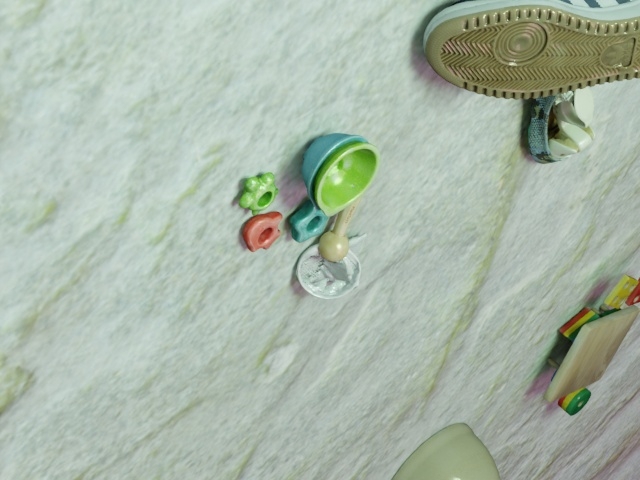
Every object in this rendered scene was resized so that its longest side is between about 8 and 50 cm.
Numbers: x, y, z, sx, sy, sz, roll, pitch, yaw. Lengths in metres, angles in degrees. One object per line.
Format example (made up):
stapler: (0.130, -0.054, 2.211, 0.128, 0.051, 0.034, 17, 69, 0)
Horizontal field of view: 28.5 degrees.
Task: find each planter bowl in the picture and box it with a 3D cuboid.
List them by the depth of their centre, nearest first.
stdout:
planter bowl: (0.175, 0.335, 1.648, 0.162, 0.109, 0.162, -32, 146, -25)

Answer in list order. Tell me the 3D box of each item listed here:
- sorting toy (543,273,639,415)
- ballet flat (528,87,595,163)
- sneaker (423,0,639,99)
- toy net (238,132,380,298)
sorting toy: (0.365, 0.138, 1.728, 0.132, 0.046, 0.275, -14, 137, -44)
ballet flat: (0.242, -0.121, 1.249, 0.070, 0.070, 0.188, -42, 150, -10)
sneaker: (0.214, -0.214, 1.093, 0.282, 0.153, 0.099, -6, 141, -8)
toy net: (0.000, 0.000, 1.091, 0.122, 0.045, 0.232, -39, 149, -17)
